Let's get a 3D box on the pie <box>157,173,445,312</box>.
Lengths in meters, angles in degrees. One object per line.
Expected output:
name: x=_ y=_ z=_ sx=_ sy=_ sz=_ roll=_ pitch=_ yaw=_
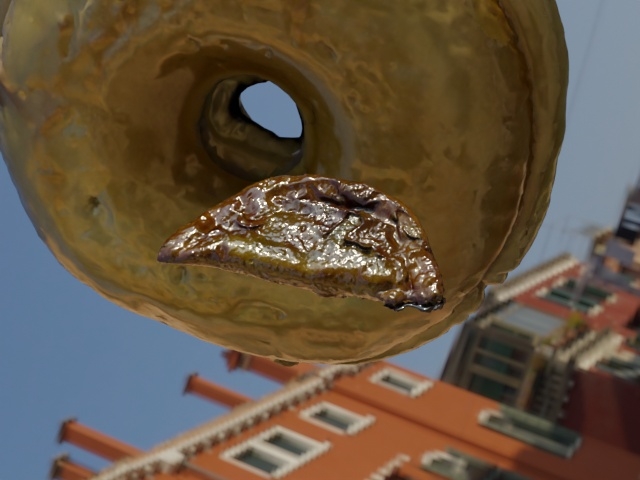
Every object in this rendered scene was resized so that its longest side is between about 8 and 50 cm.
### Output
pie: x=-0.001 y=-0.002 z=0.849 sx=0.033 sy=0.191 sz=0.088 roll=68 pitch=-141 yaw=-54

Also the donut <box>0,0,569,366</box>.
donut: x=-0.038 y=-0.105 z=1.004 sx=0.198 sy=0.448 sz=0.449 roll=-56 pitch=-23 yaw=-61
